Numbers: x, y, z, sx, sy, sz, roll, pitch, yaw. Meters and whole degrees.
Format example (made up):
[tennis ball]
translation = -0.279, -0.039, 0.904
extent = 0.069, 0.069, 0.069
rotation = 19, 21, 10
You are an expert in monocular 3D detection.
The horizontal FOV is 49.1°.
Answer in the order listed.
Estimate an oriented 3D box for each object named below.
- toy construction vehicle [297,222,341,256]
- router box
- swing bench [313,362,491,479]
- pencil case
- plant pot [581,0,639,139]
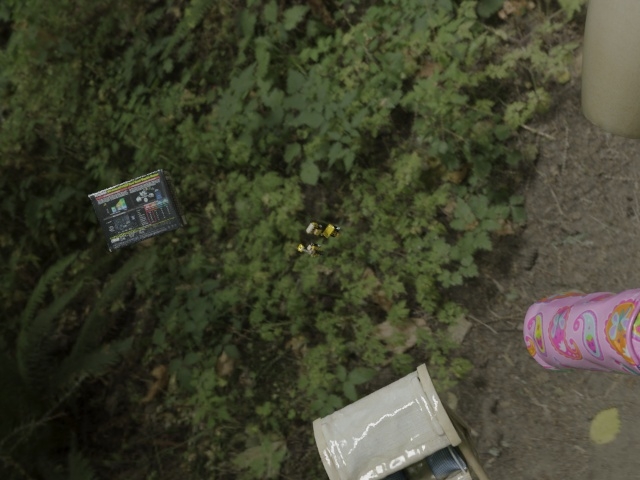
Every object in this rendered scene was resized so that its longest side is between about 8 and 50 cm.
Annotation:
[toy construction vehicle]
translation = 0.000, 0.000, 1.644
extent = 0.086, 0.098, 0.035
rotation = -54, 52, 15
[router box]
translation = -0.273, -0.046, 1.054
extent = 0.122, 0.038, 0.092
rotation = -18, 96, 6
[swing bench]
translation = 0.161, 0.416, 1.365
extent = 0.253, 0.254, 0.165
rotation = -30, 34, 10
[pencil case]
translation = 0.370, 0.121, 0.895
extent = 0.284, 0.124, 0.124
rotation = 148, 139, -78
[plant pot]
translation = 0.494, -0.295, 1.022
extent = 0.256, 0.256, 0.274
rotation = 48, 142, 38
